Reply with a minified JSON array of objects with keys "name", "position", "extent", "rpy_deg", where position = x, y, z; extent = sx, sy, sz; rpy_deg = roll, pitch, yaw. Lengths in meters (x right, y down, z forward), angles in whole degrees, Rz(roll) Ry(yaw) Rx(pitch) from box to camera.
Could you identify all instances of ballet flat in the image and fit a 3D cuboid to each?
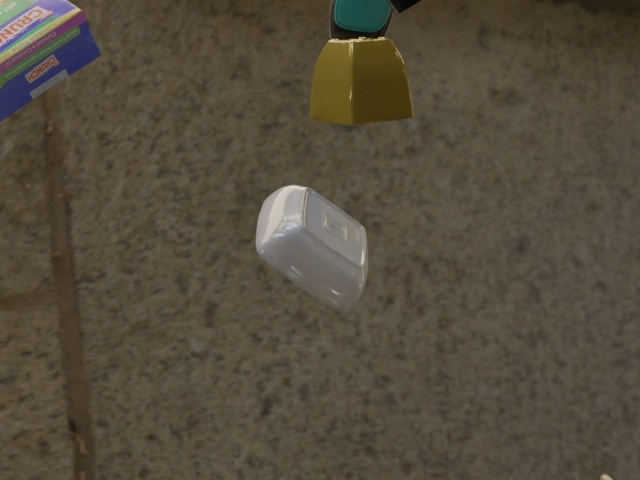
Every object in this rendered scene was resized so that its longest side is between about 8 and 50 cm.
[{"name":"ballet flat","position":[0.040,-0.226,1.277],"extent":[0.072,0.068,0.213],"rpy_deg":[11,82,-4]}]

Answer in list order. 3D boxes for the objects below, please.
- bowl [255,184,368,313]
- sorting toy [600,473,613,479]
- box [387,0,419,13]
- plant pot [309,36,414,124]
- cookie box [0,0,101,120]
[{"name":"bowl","position":[0.000,0.000,1.266],"extent":[0.142,0.053,0.142],"rpy_deg":[36,27,-17]},{"name":"sorting toy","position":[0.359,0.222,1.009],"extent":[0.208,0.193,0.038],"rpy_deg":[-2,73,13]},{"name":"box","position":[0.038,-0.309,0.951],"extent":[0.147,0.077,0.180],"rpy_deg":[42,21,-53]},{"name":"plant pot","position":[0.041,-0.165,1.141],"extent":[0.081,0.081,0.083],"rpy_deg":[-9,104,-33]},{"name":"cookie box","position":[-0.220,-0.139,0.782],"extent":[0.092,0.107,0.040],"rpy_deg":[-38,136,-18]}]
